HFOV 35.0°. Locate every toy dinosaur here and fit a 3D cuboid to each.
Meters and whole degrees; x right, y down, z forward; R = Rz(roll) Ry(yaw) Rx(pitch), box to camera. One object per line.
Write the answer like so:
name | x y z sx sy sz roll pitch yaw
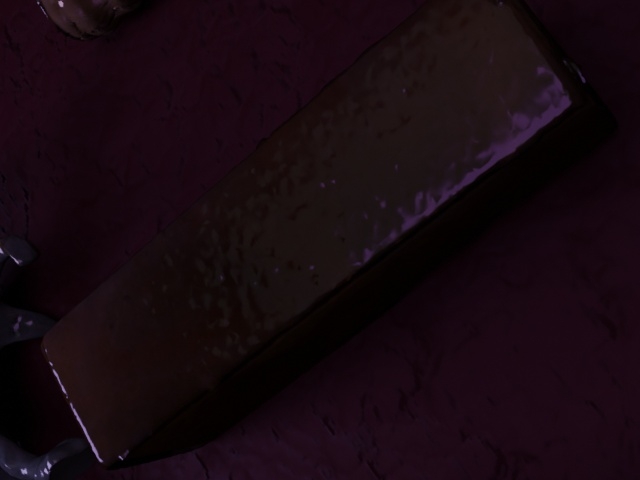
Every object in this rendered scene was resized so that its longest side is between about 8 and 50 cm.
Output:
toy dinosaur | -0.219 0.138 0.627 0.205 0.092 0.393 24 100 27

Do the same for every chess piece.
chess piece | -0.084 -0.170 0.594 0.172 0.060 0.060 -15 80 24

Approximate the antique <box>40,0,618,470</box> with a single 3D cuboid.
antique | 0.000 0.000 0.516 0.310 0.093 0.087 -39 71 21
